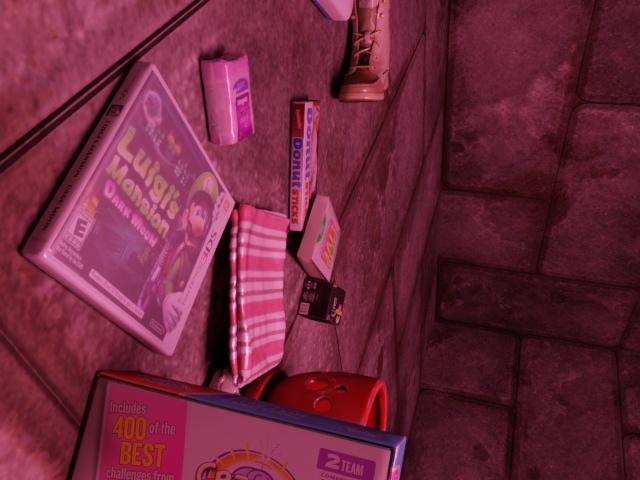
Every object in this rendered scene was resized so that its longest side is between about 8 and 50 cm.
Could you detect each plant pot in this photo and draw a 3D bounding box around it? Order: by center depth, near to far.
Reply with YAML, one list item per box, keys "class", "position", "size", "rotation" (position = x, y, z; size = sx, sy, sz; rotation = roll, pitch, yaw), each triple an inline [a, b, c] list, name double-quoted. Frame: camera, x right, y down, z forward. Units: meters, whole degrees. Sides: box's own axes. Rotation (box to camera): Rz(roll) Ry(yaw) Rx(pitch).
- class: "plant pot"
  position: [-0.013, 0.260, 0.703]
  size: [0.191, 0.174, 0.191]
  rotation: [9, 90, -72]

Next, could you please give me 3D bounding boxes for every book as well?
- class: "book"
  position: [0.000, 0.000, 0.825]
  size: [0.144, 0.035, 0.096]
  rotation: [61, 44, -71]

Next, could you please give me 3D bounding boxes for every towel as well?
- class: "towel"
  position: [-0.068, 0.061, 0.626]
  size: [0.144, 0.029, 0.197]
  rotation: [7, 82, -77]

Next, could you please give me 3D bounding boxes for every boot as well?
- class: "boot"
  position: [0.076, -0.320, 0.890]
  size: [0.213, 0.077, 0.165]
  rotation: [-60, 153, -60]

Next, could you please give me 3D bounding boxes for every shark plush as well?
- class: "shark plush"
  position: [-0.117, 0.183, 0.602]
  size: [0.067, 0.073, 0.161]
  rotation: [106, -26, -78]

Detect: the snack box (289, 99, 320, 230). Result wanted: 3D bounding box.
- class: "snack box"
  position: [-0.022, -0.107, 0.764]
  size: [0.064, 0.022, 0.178]
  rotation: [-41, 137, -65]

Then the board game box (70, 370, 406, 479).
- class: "board game box"
  position: [-0.084, 0.276, 0.386]
  size: [0.064, 0.242, 0.316]
  rotation: [43, 57, -70]

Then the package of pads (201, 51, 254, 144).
- class: "package of pads"
  position: [-0.090, -0.139, 0.528]
  size: [0.050, 0.032, 0.083]
  rotation: [-49, 143, -55]

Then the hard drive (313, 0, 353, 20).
- class: "hard drive"
  position: [-0.012, -0.421, 0.632]
  size: [0.319, 0.040, 0.210]
  rotation: [-6, 103, -72]

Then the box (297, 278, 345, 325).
- class: "box"
  position: [0.003, 0.103, 0.887]
  size: [0.083, 0.052, 0.062]
  rotation: [41, 60, -68]

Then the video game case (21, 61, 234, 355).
- class: "video game case"
  position: [-0.138, -0.016, 0.449]
  size: [0.190, 0.022, 0.173]
  rotation: [68, 34, -57]
